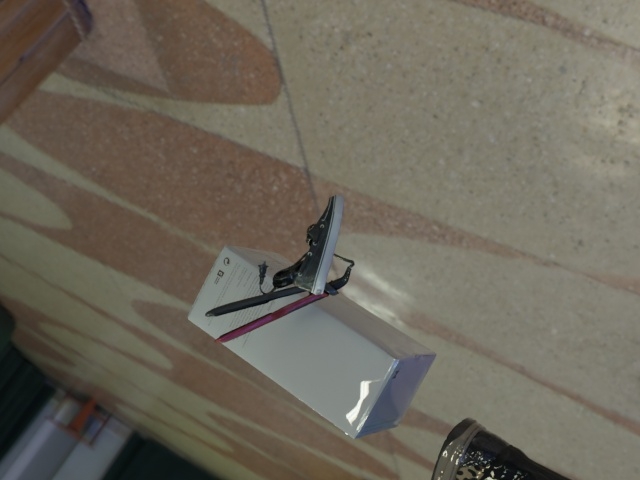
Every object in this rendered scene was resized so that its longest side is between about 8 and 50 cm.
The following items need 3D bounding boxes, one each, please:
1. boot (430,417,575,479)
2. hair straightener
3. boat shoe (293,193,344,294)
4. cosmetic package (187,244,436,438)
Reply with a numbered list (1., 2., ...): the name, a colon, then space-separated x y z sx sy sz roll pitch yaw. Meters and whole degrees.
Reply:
1. boot: 0.295 0.488 1.321 0.284 0.378 0.138 18 -165 31
2. hair straightener: -0.061 0.067 1.253 0.047 0.230 0.089 45 -158 -83
3. boat shoe: 0.000 0.000 1.102 0.040 0.142 0.049 15 153 -1
4. cosmetic package: -0.013 0.160 1.457 0.365 0.155 0.197 33 -171 26
